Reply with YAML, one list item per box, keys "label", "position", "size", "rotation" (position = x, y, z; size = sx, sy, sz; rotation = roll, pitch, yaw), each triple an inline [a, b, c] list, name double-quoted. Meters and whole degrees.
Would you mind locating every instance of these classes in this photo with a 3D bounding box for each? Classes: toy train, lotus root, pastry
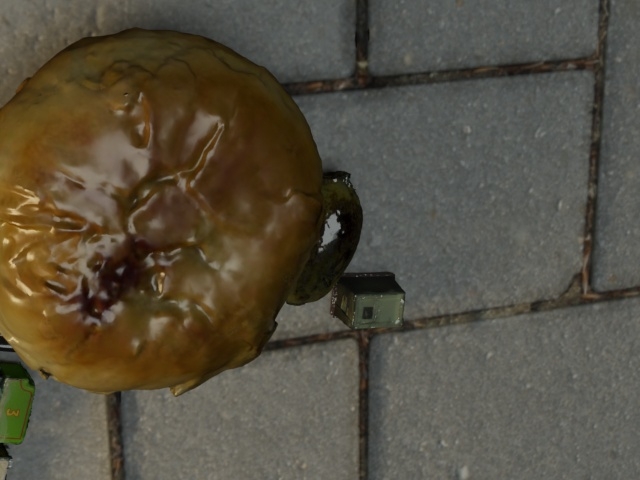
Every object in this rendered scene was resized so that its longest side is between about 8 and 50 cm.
- label: "toy train"
  position: [-0.391, 0.237, 1.584]
  size: [0.081, 0.060, 0.202]
  rotation: [7, 108, -29]
- label: "lotus root"
  position: [0.000, 0.000, 1.636]
  size: [0.089, 0.080, 0.179]
  rotation: [13, 103, -23]
- label: "pastry"
  position: [-0.189, -0.031, 1.455]
  size: [0.409, 0.245, 0.410]
  rotation: [-7, 107, -25]

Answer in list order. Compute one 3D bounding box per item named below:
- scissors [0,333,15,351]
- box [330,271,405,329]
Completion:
- label: "scissors"
  position: [-0.329, 0.121, 1.590]
  size: [0.220, 0.017, 0.088]
  rotation: [5, 110, -23]
- label: "box"
  position: [0.064, 0.078, 1.700]
  size: [0.084, 0.063, 0.060]
  rotation: [-1, 108, -22]
